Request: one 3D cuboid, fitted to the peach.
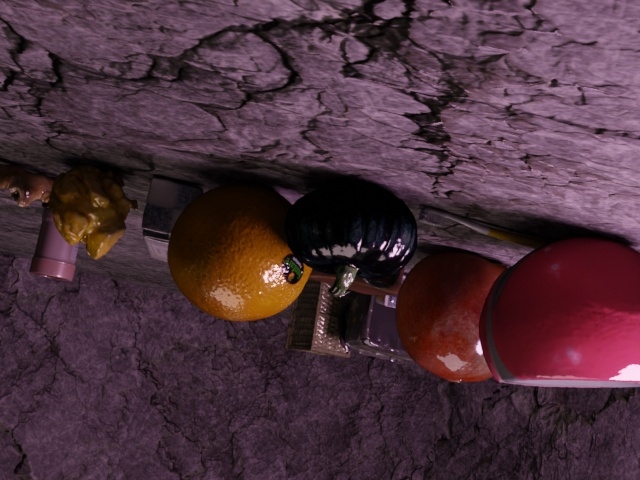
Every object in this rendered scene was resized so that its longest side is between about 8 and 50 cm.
[{"bbox_3d":[0.262,0.144,1.813,0.252,0.252,0.252,10,171,2],"label":"peach"}]

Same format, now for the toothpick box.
[{"bbox_3d":[-0.598,0.011,2.230,0.098,0.149,0.098,11,172,2],"label":"toothpick box"}]

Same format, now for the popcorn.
[{"bbox_3d":[-0.382,-0.053,1.628,0.152,0.167,0.148,-10,144,-12],"label":"popcorn"}]

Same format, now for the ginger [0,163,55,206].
[{"bbox_3d":[-0.508,-0.088,1.770,0.288,0.089,0.075,17,124,-43],"label":"ginger"}]

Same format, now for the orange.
[{"bbox_3d":[-0.123,0.019,1.531,0.236,0.236,0.236,10,171,2],"label":"orange"}]

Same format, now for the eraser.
[{"bbox_3d":[-0.269,-0.025,1.794,0.096,0.098,0.404,12,171,-5],"label":"eraser"}]

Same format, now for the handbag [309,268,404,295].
[{"bbox_3d":[0.079,0.066,2.045,0.193,0.072,0.151,21,166,-41],"label":"handbag"}]

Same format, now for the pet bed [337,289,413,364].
[{"bbox_3d":[0.165,0.208,2.459,0.211,0.183,0.159,16,167,-26],"label":"pet bed"}]

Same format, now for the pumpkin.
[{"bbox_3d":[0.045,-0.012,1.417,0.194,0.150,0.194,-14,149,-8],"label":"pumpkin"}]

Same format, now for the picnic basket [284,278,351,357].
[{"bbox_3d":[-0.003,0.199,2.568,0.134,0.196,0.154,14,170,-33],"label":"picnic basket"}]

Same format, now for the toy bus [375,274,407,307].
[{"bbox_3d":[0.261,0.137,2.228,0.268,0.092,0.106,14,179,-19],"label":"toy bus"}]

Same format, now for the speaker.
[{"bbox_3d":[0.385,0.132,1.476,0.294,0.294,0.294,10,171,2],"label":"speaker"}]

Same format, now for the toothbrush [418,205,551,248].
[{"bbox_3d":[0.276,-0.008,1.511,0.288,0.024,0.021,14,168,-21],"label":"toothbrush"}]
